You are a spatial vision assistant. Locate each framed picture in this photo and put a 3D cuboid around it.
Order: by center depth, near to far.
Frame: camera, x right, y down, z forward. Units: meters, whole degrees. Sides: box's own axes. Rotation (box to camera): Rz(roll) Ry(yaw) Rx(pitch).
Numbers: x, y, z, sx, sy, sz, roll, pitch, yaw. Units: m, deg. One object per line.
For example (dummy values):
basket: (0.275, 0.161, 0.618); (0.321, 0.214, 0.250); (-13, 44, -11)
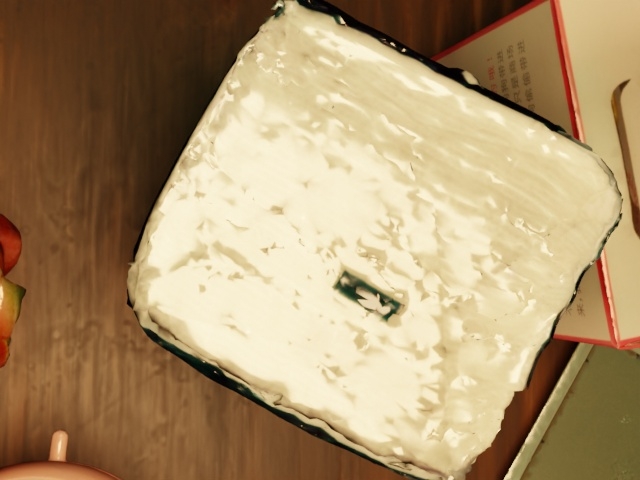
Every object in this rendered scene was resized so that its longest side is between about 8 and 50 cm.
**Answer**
framed picture: (0.360, 0.237, 1.012); (0.273, 0.016, 0.216); (32, 84, -1)

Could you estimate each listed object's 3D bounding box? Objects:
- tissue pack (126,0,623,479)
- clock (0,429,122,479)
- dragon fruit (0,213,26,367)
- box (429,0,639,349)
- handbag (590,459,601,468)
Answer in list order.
tissue pack: (0.000, 0.000, 0.756); (0.264, 0.416, 0.253); (29, 84, -10)
clock: (-0.219, 0.284, 0.734); (0.227, 0.142, 0.241); (-42, 84, -12)
dragon fruit: (-0.370, 0.011, 0.724); (0.305, 0.305, 0.225); (35, 63, -12)
box: (0.304, -0.078, 0.906); (0.300, 0.312, 0.314); (-11, 91, -16)
handbag: (0.356, 0.287, 1.042); (0.144, 0.057, 0.221); (2, 87, -10)
